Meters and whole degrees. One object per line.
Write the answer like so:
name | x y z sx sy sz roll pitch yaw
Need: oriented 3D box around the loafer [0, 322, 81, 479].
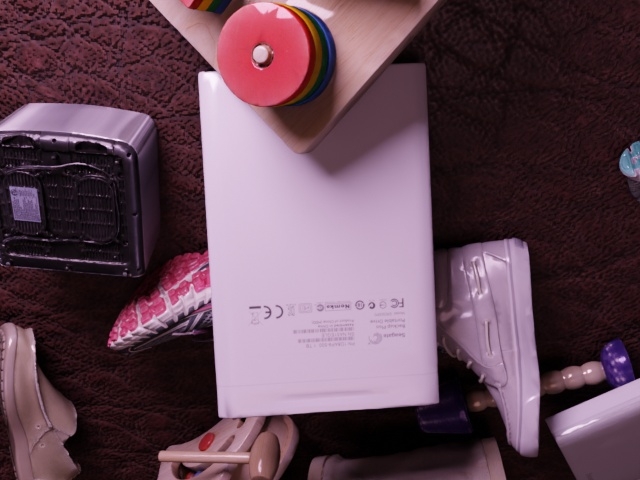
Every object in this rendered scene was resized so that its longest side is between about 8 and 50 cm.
loafer | -0.382 0.228 0.972 0.092 0.102 0.269 -12 117 -29

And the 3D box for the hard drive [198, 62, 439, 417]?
hard drive | 0.000 0.000 0.751 0.232 0.047 0.353 -3 94 -3

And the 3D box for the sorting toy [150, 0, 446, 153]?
sorting toy | -0.033 -0.250 0.624 0.255 0.089 0.257 47 114 7

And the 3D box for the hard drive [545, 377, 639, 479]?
hard drive | 0.455 0.219 0.905 0.307 0.040 0.203 -27 133 10

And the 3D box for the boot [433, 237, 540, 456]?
boot | 0.194 0.129 0.860 0.123 0.095 0.258 -5 89 14

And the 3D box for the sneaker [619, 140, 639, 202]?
sneaker | 0.413 -0.086 0.782 0.166 0.065 0.076 -15 134 14

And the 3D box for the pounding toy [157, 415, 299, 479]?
pounding toy | -0.138 0.272 0.964 0.269 0.154 0.155 -28 116 38

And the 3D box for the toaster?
toaster | -0.271 -0.062 0.788 0.168 0.110 0.186 4 120 0

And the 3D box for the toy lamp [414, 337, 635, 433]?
toy lamp | 0.259 0.196 0.931 0.274 0.080 0.080 -15 118 12

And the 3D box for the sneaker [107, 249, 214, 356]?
sneaker | -0.122 0.074 0.855 0.299 0.121 0.112 -25 118 15

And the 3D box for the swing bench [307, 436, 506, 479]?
swing bench | 0.131 0.389 1.001 0.253 0.165 0.255 -8 112 8
